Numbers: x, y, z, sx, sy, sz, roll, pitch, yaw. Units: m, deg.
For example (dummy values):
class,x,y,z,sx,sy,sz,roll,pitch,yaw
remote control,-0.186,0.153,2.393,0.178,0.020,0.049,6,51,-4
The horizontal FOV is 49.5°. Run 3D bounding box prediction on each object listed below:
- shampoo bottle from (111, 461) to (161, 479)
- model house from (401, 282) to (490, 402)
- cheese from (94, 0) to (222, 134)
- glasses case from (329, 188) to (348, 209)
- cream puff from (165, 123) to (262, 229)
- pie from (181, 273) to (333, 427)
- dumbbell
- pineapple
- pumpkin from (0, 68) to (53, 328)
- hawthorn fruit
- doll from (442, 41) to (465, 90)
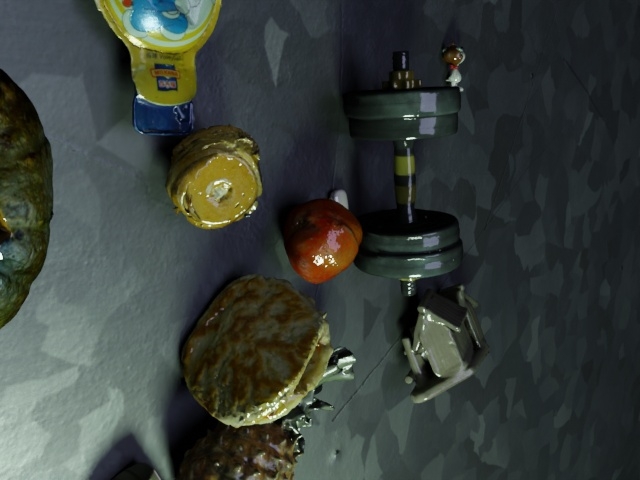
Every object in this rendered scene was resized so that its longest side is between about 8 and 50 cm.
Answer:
class,x,y,z,sx,sy,sz,roll,pitch,yaw
shampoo bottle,-0.210,0.397,0.910,0.086,0.055,0.228,-42,126,-32
model house,0.234,0.179,1.318,0.229,0.122,0.188,-29,106,-57
cheese,-0.182,-0.258,0.802,0.176,0.069,0.271,-9,105,-47
glasses case,0.030,-0.041,1.115,0.032,0.021,0.083,-20,112,-42
cream puff,-0.133,-0.082,0.865,0.119,0.104,0.133,11,105,-27
pie,-0.084,0.147,0.923,0.205,0.178,0.084,-57,151,-24
dumbbell,0.133,-0.099,1.100,0.185,0.185,0.389,-18,110,-45
pineapple,-0.060,0.262,0.983,0.310,0.141,0.170,-43,164,-38
pumpkin,-0.365,-0.033,0.553,0.320,0.192,0.321,-12,105,-48
hawthorn fruit,0.000,0.000,1.026,0.128,0.128,0.128,-12,106,-46
doll,0.248,-0.321,1.291,0.058,0.040,0.085,7,92,-58
